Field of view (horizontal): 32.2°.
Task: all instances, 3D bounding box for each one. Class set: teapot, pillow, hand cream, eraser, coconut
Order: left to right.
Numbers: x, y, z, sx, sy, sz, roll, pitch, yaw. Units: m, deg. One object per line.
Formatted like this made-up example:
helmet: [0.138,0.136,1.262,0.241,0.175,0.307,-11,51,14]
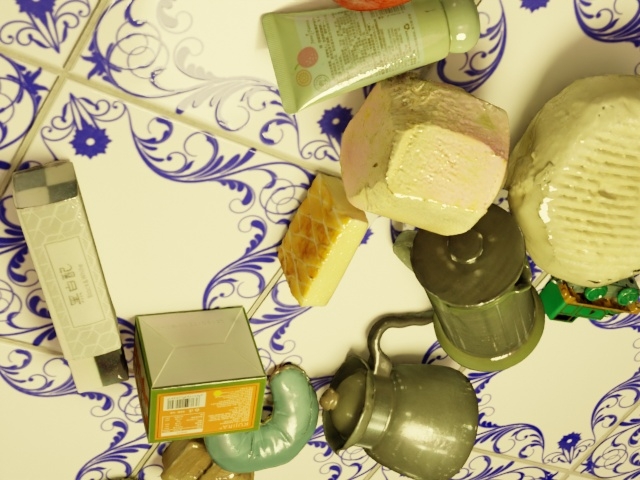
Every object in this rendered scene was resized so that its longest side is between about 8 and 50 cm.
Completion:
eraser: [-0.383,0.067,1.731,0.096,0.098,0.404,-14,133,-9]
pillow: [-0.107,0.333,2.059,0.233,0.086,0.214,-8,115,-24]
hand cream: [0.078,-0.286,1.599,0.306,0.093,0.147,-15,96,-9]
teapot: [0.143,0.295,2.056,0.285,0.223,0.305,15,125,-22]
coconut: [0.174,-0.130,1.681,0.245,0.233,0.233,10,125,-25]
teapot: [0.240,0.060,1.859,0.200,0.270,0.337,-54,154,-12]

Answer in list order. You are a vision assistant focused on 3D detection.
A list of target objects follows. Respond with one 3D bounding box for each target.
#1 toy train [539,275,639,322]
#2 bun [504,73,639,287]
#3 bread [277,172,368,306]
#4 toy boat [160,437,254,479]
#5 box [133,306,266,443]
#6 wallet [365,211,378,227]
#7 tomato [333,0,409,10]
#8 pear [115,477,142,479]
toy train: [0.511,0.100,2.108,0.227,0.091,0.136,11,135,-30]
bun: [0.450,-0.108,1.825,0.359,0.211,0.360,-10,121,-17]
bread: [0.000,-0.001,1.800,0.068,0.125,0.188,4,128,-33]
toy boat: [-0.210,0.427,2.135,0.188,0.061,0.116,26,115,-36]
box: [-0.209,0.229,1.884,0.195,0.177,0.148,-5,130,-17]
wallet: [0.065,-0.044,1.854,0.061,0.025,0.122,22,120,-36]
tomato: [0.067,-0.376,1.479,0.167,0.167,0.167,-11,132,-12]
pear: [-0.366,0.536,2.118,0.167,0.136,0.167,-9,114,-22]
